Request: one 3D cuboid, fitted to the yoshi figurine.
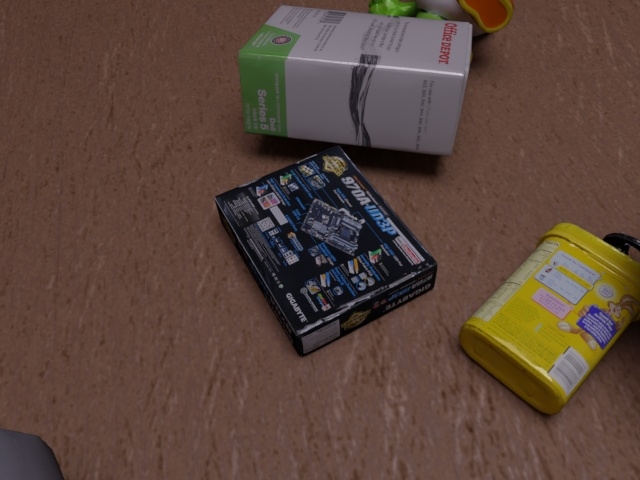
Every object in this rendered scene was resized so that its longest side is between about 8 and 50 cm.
[{"bbox_3d":[0.170,-0.443,0.917,0.203,0.203,0.362,-7,50,6],"label":"yoshi figurine"}]

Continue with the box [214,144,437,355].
[{"bbox_3d":[0.000,0.000,0.672,0.175,0.051,0.220,-25,56,-16],"label":"box"}]

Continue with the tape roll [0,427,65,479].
[{"bbox_3d":[-0.288,0.231,0.406,0.219,0.219,0.072,-31,57,-19],"label":"tape roll"}]

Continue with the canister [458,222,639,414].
[{"bbox_3d":[0.239,0.075,0.590,0.170,0.073,0.126,-39,60,-22],"label":"canister"}]

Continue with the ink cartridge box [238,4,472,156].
[{"bbox_3d":[0.053,-0.219,0.770,0.272,0.115,0.198,9,39,10],"label":"ink cartridge box"}]

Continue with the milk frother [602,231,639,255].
[{"bbox_3d":[0.402,-0.008,0.614,0.134,0.129,0.143,-34,56,-29],"label":"milk frother"}]
